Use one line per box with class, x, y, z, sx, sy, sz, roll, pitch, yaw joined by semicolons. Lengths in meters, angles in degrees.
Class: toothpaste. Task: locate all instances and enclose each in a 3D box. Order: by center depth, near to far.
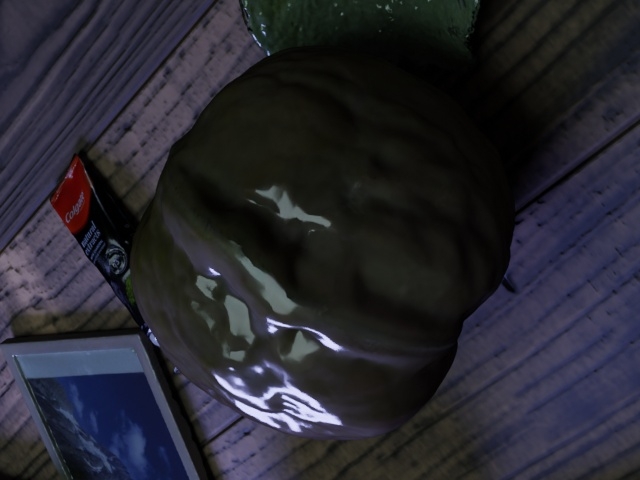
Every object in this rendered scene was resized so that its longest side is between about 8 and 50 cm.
toothpaste;-0.159;0.022;1.342;0.193;0.045;0.071;52;138;11

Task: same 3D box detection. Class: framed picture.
framed picture;-0.174;0.208;1.490;0.209;0.019;0.281;-9;110;44

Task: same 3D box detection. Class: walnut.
walnut;-0.001;0.001;1.041;0.248;0.248;0.248;22;129;30

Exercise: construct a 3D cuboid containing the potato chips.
potato chips;0.045;-0.169;1.024;0.228;0.059;0.167;-11;115;40
